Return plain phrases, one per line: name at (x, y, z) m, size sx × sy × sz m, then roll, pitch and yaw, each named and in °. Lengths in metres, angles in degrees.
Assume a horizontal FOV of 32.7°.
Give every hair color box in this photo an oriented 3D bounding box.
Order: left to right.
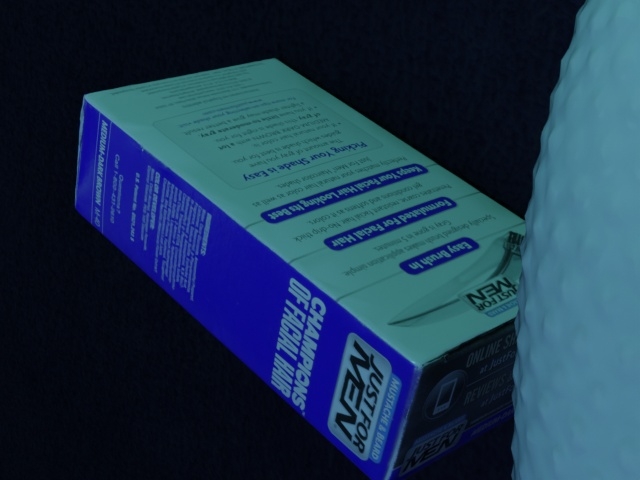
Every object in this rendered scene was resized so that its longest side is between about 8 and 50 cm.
hair color box at (0.000, 0.000, 0.757) m, size 0.339 × 0.185 × 0.110 m, roll 37°, pitch 130°, yaw 35°

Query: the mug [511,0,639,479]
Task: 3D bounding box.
mug at (0.207, 0.010, 0.494) m, size 0.374 × 0.276 × 0.327 m, roll -139°, pitch 46°, yaw -74°
